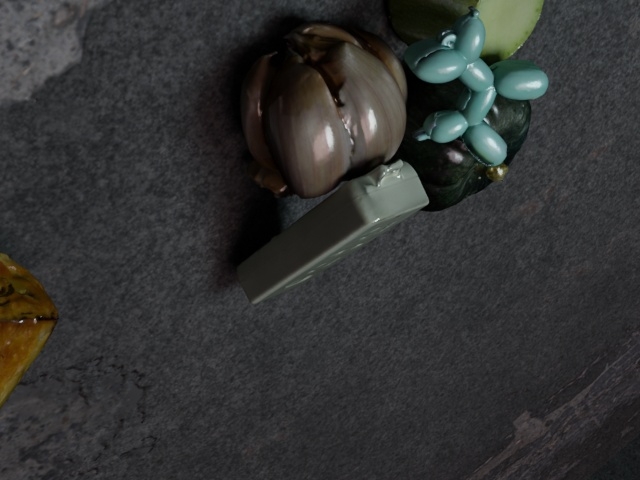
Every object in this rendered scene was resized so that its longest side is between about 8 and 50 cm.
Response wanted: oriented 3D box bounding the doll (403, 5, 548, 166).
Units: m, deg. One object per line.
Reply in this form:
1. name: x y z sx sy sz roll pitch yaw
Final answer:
1. doll: 0.161 -0.169 1.001 0.158 0.059 0.159 12 120 -19

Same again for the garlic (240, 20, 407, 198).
1. garlic: 0.022 -0.139 1.017 0.214 0.160 0.191 -20 142 -22

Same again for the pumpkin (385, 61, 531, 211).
1. pumpkin: 0.173 -0.130 1.164 0.211 0.152 0.212 -25 144 -19

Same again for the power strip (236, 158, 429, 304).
1. power strip: 0.000 0.000 1.089 0.098 0.058 0.338 -22 173 -37

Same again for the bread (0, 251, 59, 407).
1. bread: -0.409 0.160 0.934 0.195 0.149 0.344 0 125 -55

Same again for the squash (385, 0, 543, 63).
1. squash: 0.174 -0.280 1.058 0.170 0.123 0.170 -24 134 -28
